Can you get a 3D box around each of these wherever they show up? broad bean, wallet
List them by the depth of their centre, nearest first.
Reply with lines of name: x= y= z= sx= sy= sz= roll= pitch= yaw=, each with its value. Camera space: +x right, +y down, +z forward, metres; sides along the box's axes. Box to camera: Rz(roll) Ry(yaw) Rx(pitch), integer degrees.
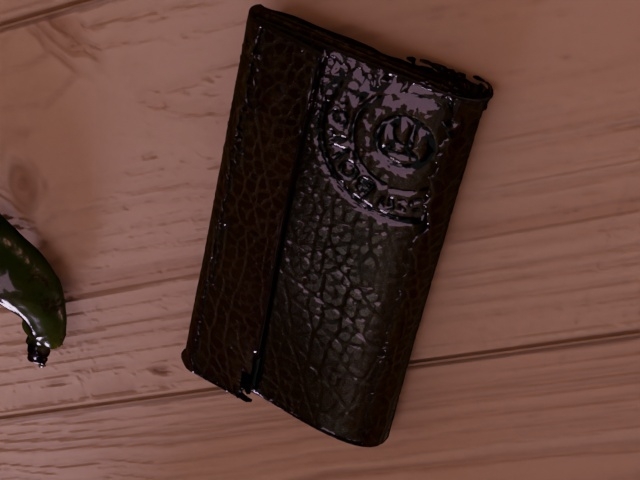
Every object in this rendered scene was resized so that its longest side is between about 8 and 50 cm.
wallet: x=0.000 y=0.000 z=0.960 sx=0.133 sy=0.039 sz=0.243 roll=23 pitch=127 yaw=11
broad bean: x=-0.215 y=-0.005 z=1.060 sx=0.061 sy=0.046 sz=0.195 roll=-32 pitch=103 yaw=34
